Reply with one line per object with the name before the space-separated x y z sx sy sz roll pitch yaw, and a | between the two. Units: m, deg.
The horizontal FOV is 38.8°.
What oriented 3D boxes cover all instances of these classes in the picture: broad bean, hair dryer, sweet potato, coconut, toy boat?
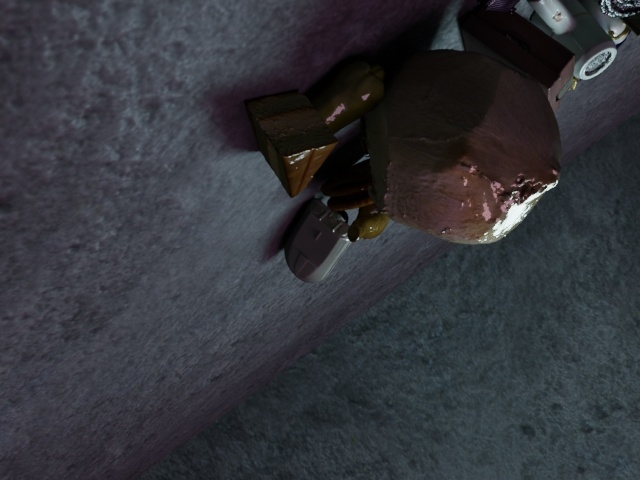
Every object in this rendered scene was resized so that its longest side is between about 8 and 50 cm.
broad bean | 0.037 -0.242 1.564 0.174 0.082 0.124 -32 170 26
hair dryer | 0.465 -0.447 1.808 0.107 0.173 0.357 -43 152 20
sweet potato | 0.118 -0.074 2.055 0.346 0.079 0.108 -61 154 -48
coconut | 0.262 -0.170 1.641 0.346 0.360 0.346 -19 114 -48
toy boat | -0.002 0.001 2.143 0.141 0.141 0.269 -31 167 -22

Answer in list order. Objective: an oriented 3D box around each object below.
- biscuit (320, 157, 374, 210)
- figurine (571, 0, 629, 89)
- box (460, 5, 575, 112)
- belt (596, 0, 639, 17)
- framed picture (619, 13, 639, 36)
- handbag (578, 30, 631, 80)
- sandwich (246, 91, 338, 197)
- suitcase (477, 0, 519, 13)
biscuit | 0.107 -0.128 1.930 0.220 0.066 0.220 -21 -168 5
figurine | 0.582 -0.449 2.033 0.263 0.142 0.189 -44 -152 6
box | 0.383 -0.352 1.758 0.086 0.215 0.215 -51 164 2
belt | 0.592 -0.564 1.692 0.207 0.160 0.295 -17 157 -9
framed picture | 0.630 -0.519 1.828 0.136 0.201 0.010 -39 153 12
handbag | 0.645 -0.478 2.181 0.260 0.113 0.162 -41 170 14
sandwich | -0.081 -0.144 1.506 0.144 0.117 0.187 -21 161 -40
suitcase | 0.323 -0.449 1.605 0.086 0.059 0.126 -47 162 32
